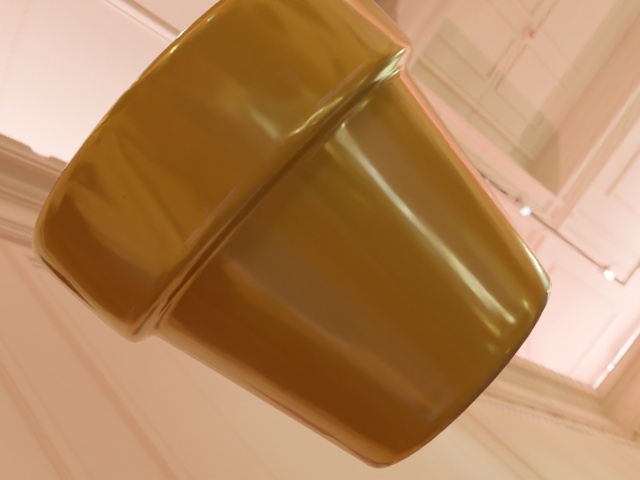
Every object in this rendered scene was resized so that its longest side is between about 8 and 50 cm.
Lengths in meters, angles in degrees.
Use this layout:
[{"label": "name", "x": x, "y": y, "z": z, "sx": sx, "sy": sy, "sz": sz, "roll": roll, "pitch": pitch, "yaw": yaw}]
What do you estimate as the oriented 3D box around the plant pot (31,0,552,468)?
[{"label": "plant pot", "x": 0.000, "y": 0.000, "z": 0.534, "sx": 0.254, "sy": 0.239, "sz": 0.254, "roll": -46, "pitch": -1, "yaw": -1}]
